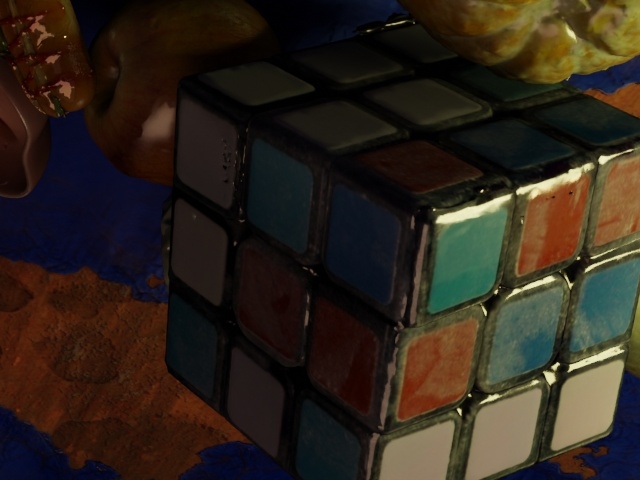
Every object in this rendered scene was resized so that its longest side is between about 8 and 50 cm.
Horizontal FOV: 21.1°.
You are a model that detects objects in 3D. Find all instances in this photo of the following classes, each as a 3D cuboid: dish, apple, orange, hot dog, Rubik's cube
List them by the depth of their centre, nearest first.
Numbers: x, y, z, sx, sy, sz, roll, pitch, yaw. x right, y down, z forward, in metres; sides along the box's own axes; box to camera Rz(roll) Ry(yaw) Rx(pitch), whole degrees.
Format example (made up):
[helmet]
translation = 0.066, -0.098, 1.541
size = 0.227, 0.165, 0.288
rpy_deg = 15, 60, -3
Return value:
[orange]
translation = 0.207, -0.292, 1.570
size = 0.329, 0.249, 0.329
rpy_deg = 0, 136, 0
[Rubik's cube]
translation = 0.085, 0.020, 1.674
size = 0.362, 0.363, 0.359
rpy_deg = -16, 127, -39
[hot dog]
translation = -0.302, -0.241, 1.714
size = 0.104, 0.076, 0.250
rpy_deg = -4, 111, 46
[apple]
translation = -0.141, -0.159, 1.767
size = 0.188, 0.211, 0.211
rpy_deg = 3, 144, -33
[dish]
translation = -0.355, -0.158, 1.849
size = 0.213, 0.090, 0.213
rpy_deg = 28, 141, 26

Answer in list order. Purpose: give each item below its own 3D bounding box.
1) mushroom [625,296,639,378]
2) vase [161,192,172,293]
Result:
[mushroom]
translation = 0.354, 0.081, 2.115
size = 0.100, 0.081, 0.312
rpy_deg = -25, 136, 33
[vase]
translation = 0.000, 0.000, 1.991
size = 0.360, 0.165, 0.165
rpy_deg = -3, 138, 1
